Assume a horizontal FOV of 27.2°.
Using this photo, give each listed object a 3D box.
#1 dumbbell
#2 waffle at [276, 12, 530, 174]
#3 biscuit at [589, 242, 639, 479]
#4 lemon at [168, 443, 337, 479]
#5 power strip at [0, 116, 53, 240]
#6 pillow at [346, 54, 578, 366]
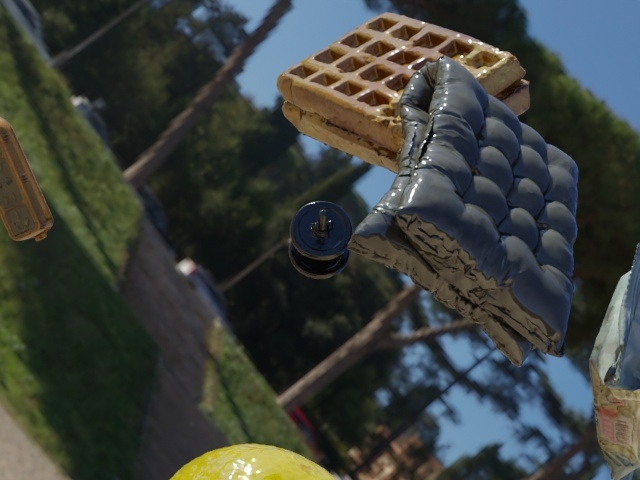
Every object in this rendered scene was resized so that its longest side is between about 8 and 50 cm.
[{"bbox_3d":[0.000,0.000,1.442,0.069,0.069,0.147,49,-17,16],"label":"dumbbell"},{"bbox_3d":[0.104,-0.198,1.758,0.327,0.224,0.098,30,-31,56],"label":"waffle"},{"bbox_3d":[0.385,0.166,1.635,0.079,0.186,0.309,13,-31,21],"label":"biscuit"},{"bbox_3d":[-0.087,0.469,1.871,0.387,0.350,0.350,14,-26,22],"label":"lemon"},{"bbox_3d":[-0.357,-0.081,1.489,0.178,0.049,0.028,66,22,0],"label":"power strip"},{"bbox_3d":[0.166,-0.043,1.371,0.228,0.326,0.101,38,-51,-16],"label":"pillow"}]
